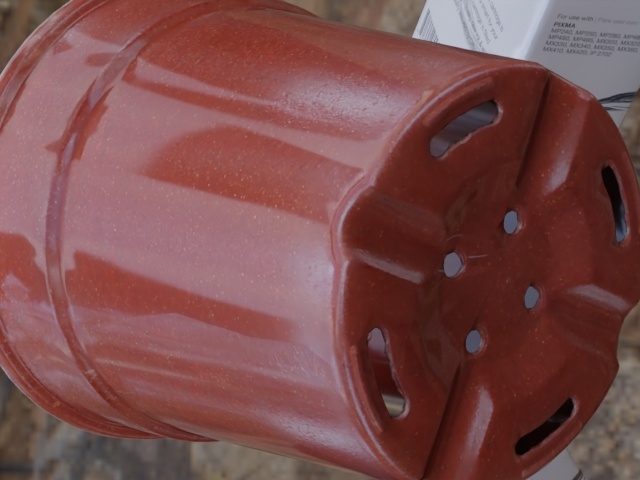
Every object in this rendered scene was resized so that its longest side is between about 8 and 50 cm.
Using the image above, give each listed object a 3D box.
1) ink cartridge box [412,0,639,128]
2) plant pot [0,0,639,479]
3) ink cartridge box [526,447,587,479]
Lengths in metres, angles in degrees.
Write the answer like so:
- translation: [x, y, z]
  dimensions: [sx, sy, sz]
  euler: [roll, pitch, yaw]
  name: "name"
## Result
- translation: [0.146, -0.141, 1.128]
  dimensions: [0.237, 0.100, 0.172]
  euler: [111, 155, -42]
  name: "ink cartridge box"
- translation: [0.000, 0.000, 0.819]
  dimensions: [0.265, 0.272, 0.272]
  euler: [13, 98, 49]
  name: "plant pot"
- translation: [0.166, 0.250, 1.854]
  dimensions: [0.285, 0.166, 0.395]
  euler: [44, 173, 38]
  name: "ink cartridge box"
